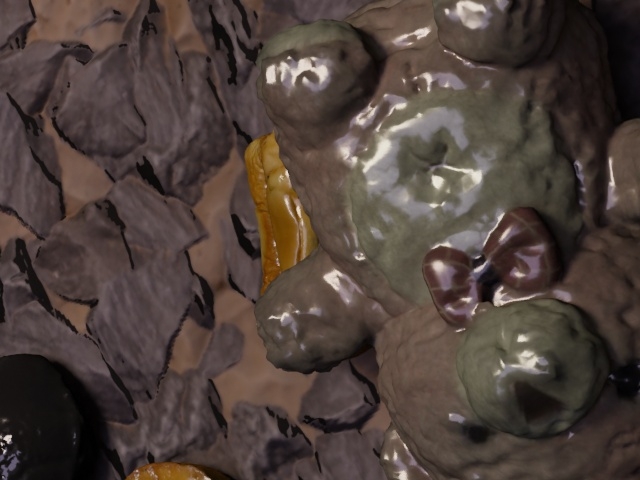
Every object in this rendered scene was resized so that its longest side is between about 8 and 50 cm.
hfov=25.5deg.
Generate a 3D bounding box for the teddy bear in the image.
[{"bbox_3d":[0.080,0.005,0.659,0.236,0.151,0.267,-19,82,17],"label":"teddy bear"}]

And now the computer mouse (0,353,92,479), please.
[{"bbox_3d":[-0.226,0.167,0.902,0.122,0.073,0.217,47,119,20],"label":"computer mouse"}]

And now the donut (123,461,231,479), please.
[{"bbox_3d":[-0.074,0.181,0.832,0.097,0.043,0.108,0,95,31],"label":"donut"}]

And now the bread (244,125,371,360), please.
[{"bbox_3d":[0.000,0.000,0.750,0.053,0.074,0.132,-1,94,41],"label":"bread"}]
